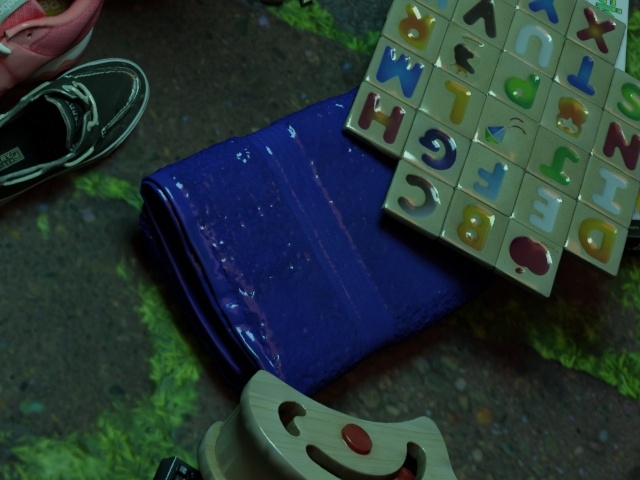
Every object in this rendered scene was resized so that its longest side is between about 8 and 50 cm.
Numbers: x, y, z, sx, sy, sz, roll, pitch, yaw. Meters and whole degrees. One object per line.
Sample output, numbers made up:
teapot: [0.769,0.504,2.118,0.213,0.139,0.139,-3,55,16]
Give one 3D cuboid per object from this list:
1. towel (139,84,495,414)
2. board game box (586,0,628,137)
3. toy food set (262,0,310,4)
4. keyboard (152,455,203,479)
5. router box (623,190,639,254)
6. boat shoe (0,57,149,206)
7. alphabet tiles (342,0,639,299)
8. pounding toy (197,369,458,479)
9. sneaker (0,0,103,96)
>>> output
towel: [0.000,0.000,1.660,0.308,0.076,0.227,-27,89,-39]
board game box: [0.207,-0.236,1.889,0.193,0.053,0.305,13,59,-9]
toy food set: [-0.058,-0.272,1.794,0.078,0.019,0.122,-19,85,-37]
keyboard: [-0.130,0.251,1.474,0.108,0.023,0.180,32,52,-14]
router box: [0.337,-0.052,1.906,0.179,0.046,0.133,1,65,-30]
boat shoe: [-0.213,-0.092,1.566,0.219,0.070,0.078,-40,95,-38]
alphabet tiles: [0.176,-0.118,1.749,0.285,0.011,0.342,29,55,-12]
pounding toy: [-0.026,0.208,1.517,0.269,0.155,0.154,3,45,-49]
sneaker: [-0.287,-0.159,1.516,0.116,0.136,0.314,49,51,-1]
